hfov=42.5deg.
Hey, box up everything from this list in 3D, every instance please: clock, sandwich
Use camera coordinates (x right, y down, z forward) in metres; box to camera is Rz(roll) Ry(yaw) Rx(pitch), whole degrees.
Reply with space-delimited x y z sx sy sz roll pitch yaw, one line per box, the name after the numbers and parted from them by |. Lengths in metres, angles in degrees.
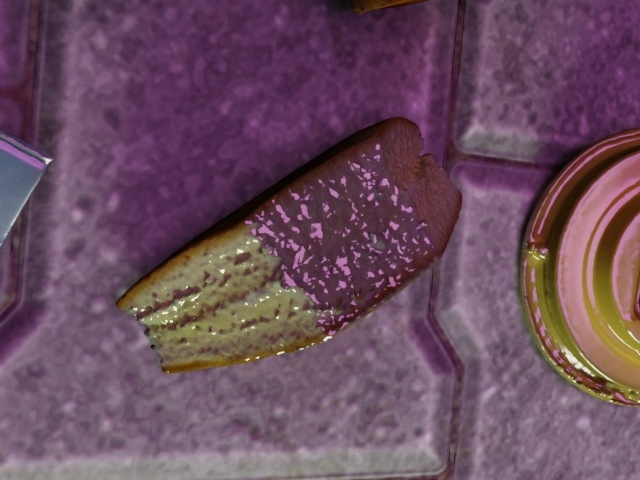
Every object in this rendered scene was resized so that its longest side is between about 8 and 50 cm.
0.276 0.024 0.653 0.236 0.057 0.237 -1 95 -9 | clock
0.000 0.000 0.539 0.258 0.096 0.094 -34 101 -21 | sandwich

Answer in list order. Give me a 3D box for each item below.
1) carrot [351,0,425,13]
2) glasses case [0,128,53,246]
0.134 -0.299 0.518 0.214 0.193 0.331 2 93 -21 | carrot
-0.286 -0.073 0.431 0.266 0.056 0.105 29 106 -23 | glasses case
